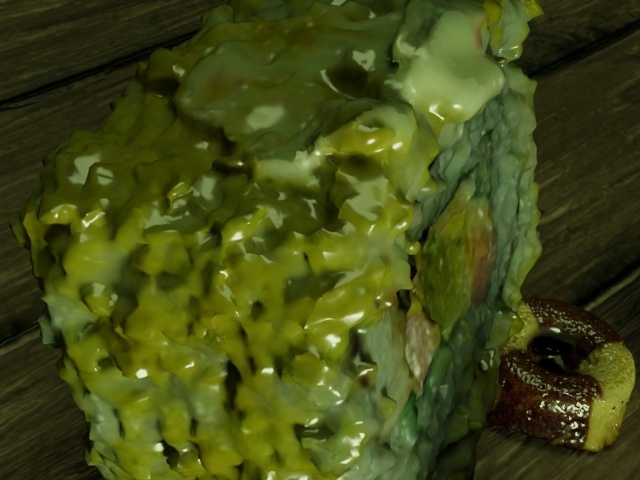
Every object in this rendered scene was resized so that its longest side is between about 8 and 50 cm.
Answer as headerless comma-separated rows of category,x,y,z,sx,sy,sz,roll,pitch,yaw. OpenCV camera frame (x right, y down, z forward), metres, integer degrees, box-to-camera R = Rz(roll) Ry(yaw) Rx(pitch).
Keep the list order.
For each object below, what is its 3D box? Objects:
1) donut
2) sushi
donut,0.189,0.104,0.939,0.140,0.059,0.140,8,41,-7
sushi,0.000,0.000,0.766,0.240,0.351,0.396,11,41,21
